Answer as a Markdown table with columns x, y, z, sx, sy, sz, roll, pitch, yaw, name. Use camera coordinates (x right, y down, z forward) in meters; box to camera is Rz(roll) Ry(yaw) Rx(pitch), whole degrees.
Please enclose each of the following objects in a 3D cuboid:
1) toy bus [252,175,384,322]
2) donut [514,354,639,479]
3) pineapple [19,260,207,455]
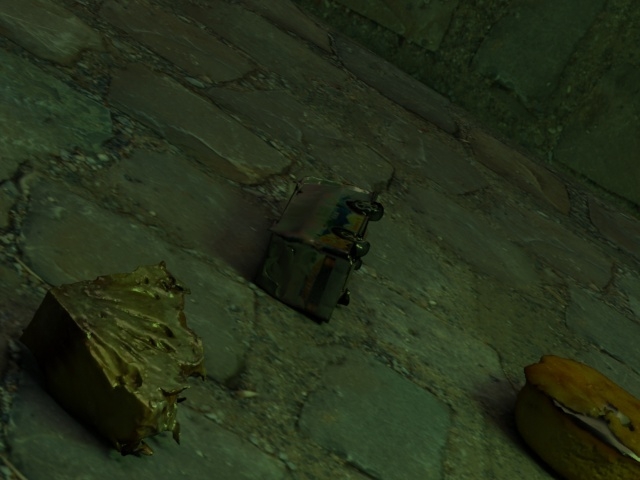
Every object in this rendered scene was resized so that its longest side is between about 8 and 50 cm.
| x | y | z | sx | sy | sz | roll | pitch | yaw | name |
| --- | --- | --- | --- | --- | --- | --- | --- | --- | --- |
| 0.000 | 0.000 | 2.186 | 0.138 | 0.112 | 0.317 | 22 | 18 | 0 | toy bus |
| 0.370 | 0.249 | 2.125 | 0.253 | 0.118 | 0.253 | 30 | 21 | -13 | donut |
| -0.201 | 0.108 | 1.582 | 0.186 | 0.114 | 0.236 | 27 | 23 | -17 | pineapple |
